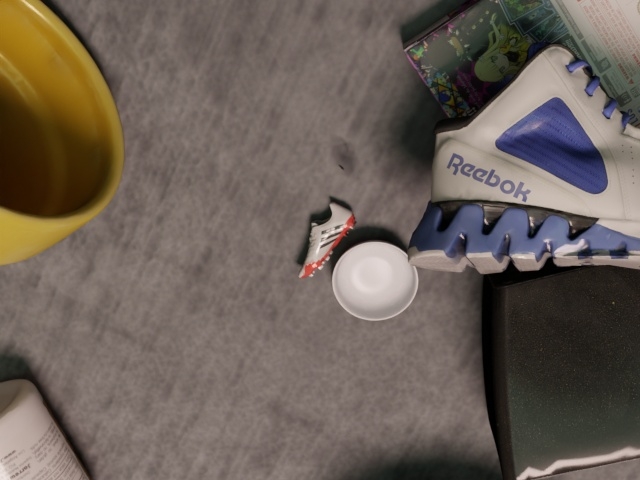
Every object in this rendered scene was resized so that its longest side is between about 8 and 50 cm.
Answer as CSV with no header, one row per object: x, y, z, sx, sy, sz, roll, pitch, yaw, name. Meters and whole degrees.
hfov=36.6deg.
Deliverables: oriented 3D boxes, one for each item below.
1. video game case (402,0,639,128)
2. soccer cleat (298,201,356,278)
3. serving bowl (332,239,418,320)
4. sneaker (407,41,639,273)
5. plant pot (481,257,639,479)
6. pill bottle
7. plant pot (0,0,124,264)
0.223,-0.139,0.871,0.210,0.042,0.232,-34,105,13,video game case
0.000,0.000,0.940,0.036,0.029,0.083,38,104,-2,soccer cleat
0.053,0.036,0.950,0.083,0.027,0.083,1,110,1,serving bowl
0.225,-0.069,0.770,0.316,0.127,0.182,-1,83,11,sneaker
0.234,0.097,0.894,0.188,0.187,0.167,-15,95,7,plant pot
-0.301,0.269,0.995,0.131,0.131,0.229,-21,108,10,pill bottle
-0.338,-0.072,0.825,0.239,0.254,0.254,-31,107,29,plant pot
